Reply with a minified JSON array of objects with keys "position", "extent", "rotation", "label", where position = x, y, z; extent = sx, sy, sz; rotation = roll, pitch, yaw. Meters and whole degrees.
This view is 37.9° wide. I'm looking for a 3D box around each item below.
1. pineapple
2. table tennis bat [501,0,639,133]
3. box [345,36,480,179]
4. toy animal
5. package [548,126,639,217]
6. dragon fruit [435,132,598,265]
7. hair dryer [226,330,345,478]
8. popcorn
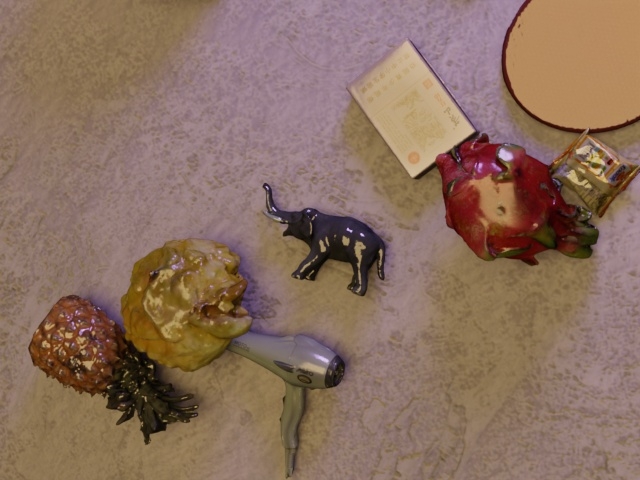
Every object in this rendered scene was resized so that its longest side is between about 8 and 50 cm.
[{"position":[-0.371,0.245,1.725],"extent":[0.340,0.169,0.169],"rotation":[32,101,7],"label":"pineapple"},{"position":[0.492,-0.325,1.481],"extent":[0.414,0.051,0.268],"rotation":[-19,88,18],"label":"table tennis bat"},{"position":[0.156,-0.222,1.581],"extent":[0.141,0.058,0.201],"rotation":[-38,81,15],"label":"box"},{"position":[-0.006,0.008,1.632],"extent":[0.269,0.082,0.137],"rotation":[23,96,18],"label":"toy animal"},{"position":[0.439,-0.111,1.506],"extent":[0.120,0.031,0.108],"rotation":[39,117,6],"label":"package"},{"position":[0.313,-0.062,1.492],"extent":[0.198,0.269,0.200],"rotation":[-51,44,44],"label":"dragon fruit"},{"position":[-0.096,0.268,1.682],"extent":[0.229,0.092,0.267],"rotation":[33,111,20],"label":"hair dryer"},{"position":[-0.237,0.108,1.631],"extent":[0.266,0.192,0.233],"rotation":[2,74,34],"label":"popcorn"}]
